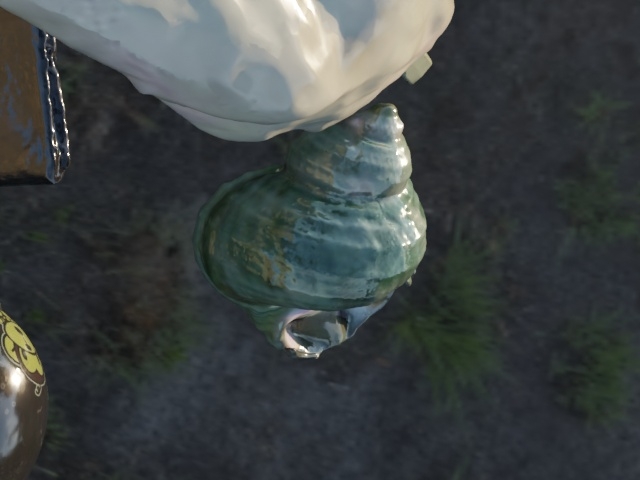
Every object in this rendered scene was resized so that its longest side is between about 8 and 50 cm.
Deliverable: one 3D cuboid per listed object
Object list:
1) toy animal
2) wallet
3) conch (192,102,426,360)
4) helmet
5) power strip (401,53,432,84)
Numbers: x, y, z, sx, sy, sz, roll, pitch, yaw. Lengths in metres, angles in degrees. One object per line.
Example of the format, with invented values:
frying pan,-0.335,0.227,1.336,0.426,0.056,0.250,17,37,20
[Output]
toy animal,-0.014,-0.160,0.587,0.308,0.188,0.266,34,36,-67
wallet,-0.374,-0.126,1.492,0.044,0.321,0.170,-16,102,-70
conch,0.000,0.000,1.405,0.220,0.195,0.277,3,126,-29
helmet,-0.338,0.178,1.491,0.230,0.160,0.279,74,35,-65
power strip,0.029,-0.153,1.101,0.029,0.227,0.080,-46,77,4
